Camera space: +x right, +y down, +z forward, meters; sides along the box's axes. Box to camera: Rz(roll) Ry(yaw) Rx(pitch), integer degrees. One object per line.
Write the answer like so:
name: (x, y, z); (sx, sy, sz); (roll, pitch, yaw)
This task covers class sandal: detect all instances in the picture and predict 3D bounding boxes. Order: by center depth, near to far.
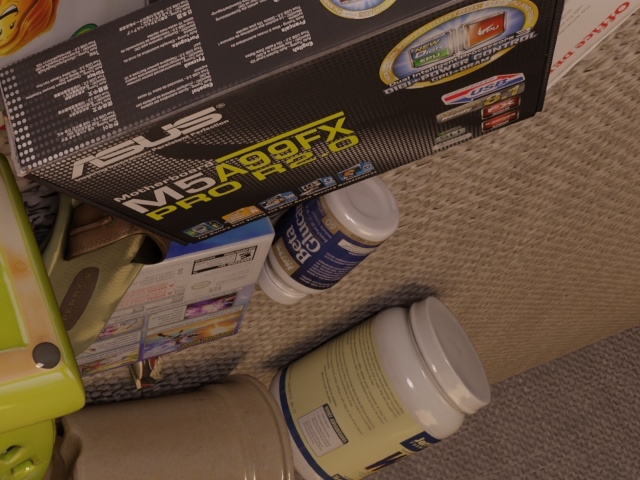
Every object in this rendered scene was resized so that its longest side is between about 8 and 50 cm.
sandal: (-0.158, -0.007, 0.631); (0.120, 0.086, 0.303); (1, 126, -44)

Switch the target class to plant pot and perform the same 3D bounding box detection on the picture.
plant pot: (-0.297, 0.068, 0.521); (0.227, 0.228, 0.207); (-8, 157, -41)
plant pot: (-0.256, 0.364, 1.189); (0.305, 0.334, 0.334); (9, 143, -34)

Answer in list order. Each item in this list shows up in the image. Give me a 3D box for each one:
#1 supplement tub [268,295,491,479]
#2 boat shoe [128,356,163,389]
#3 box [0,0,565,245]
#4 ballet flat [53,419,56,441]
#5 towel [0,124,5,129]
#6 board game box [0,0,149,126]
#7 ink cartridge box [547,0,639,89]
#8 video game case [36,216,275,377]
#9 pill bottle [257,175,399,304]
supplement tub: (0.099, 0.258, 1.348); (0.324, 0.236, 0.235); (-32, 156, 19)
boat shoe: (-0.232, 0.164, 1.056); (0.043, 0.049, 0.137); (-20, 160, -19)
box: (-0.004, -0.083, 0.455); (0.269, 0.060, 0.216); (-20, 168, 7)
ballet flat: (-0.403, 0.229, 0.991); (0.077, 0.077, 0.231); (-26, 157, 6)
towel: (-0.261, -0.131, 0.393); (0.198, 0.031, 0.275); (-13, 155, -25)
board game box: (-0.190, -0.093, 0.325); (0.305, 0.053, 0.193); (-47, 172, -28)
ink cartridge box: (0.135, -0.183, 0.603); (0.190, 0.082, 0.139); (-5, 151, -42)
video game case: (-0.202, 0.061, 0.839); (0.269, 0.061, 0.244); (-14, 154, -23)
pill bottle: (0.000, 0.000, 0.860); (0.094, 0.094, 0.169); (-2, 149, -42)
